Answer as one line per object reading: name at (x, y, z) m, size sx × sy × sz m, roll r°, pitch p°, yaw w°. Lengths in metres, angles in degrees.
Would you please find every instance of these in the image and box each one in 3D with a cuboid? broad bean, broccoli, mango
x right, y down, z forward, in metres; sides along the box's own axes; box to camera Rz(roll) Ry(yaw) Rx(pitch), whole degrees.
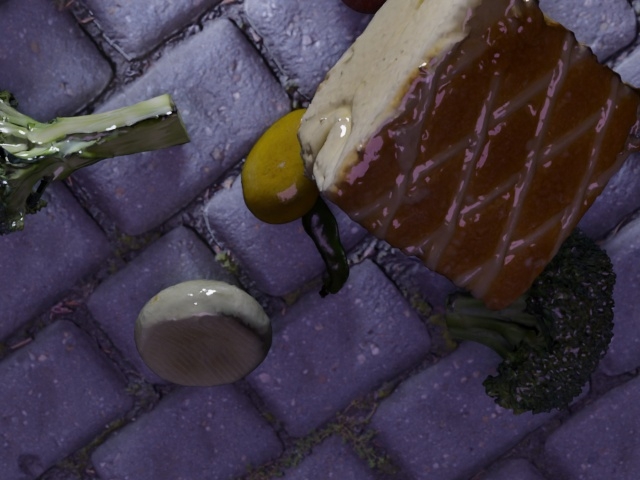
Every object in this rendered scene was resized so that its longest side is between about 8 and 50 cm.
broad bean at (0.008, 0.002, 1.649) m, size 0.061 × 0.046 × 0.195 m, roll -6°, pitch 105°, yaw 20°
broccoli at (0.342, 0.130, 1.562) m, size 0.235 × 0.288 × 0.260 m, roll 50°, pitch 138°, yaw -7°
mango at (-0.047, -0.117, 1.593) m, size 0.137 × 0.098 × 0.195 m, roll 35°, pitch 90°, yaw 26°
broccoli at (-0.397, -0.157, 1.585) m, size 0.362 × 0.252 × 0.221 m, roll -21°, pitch 107°, yaw -28°

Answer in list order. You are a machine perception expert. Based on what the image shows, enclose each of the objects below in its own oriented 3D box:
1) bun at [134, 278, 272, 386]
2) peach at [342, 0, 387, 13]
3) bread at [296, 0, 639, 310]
bun at (-0.190, 0.139, 1.655) m, size 0.223 × 0.127 × 0.222 m, roll -4°, pitch 131°, yaw -4°
peach at (0.077, -0.422, 1.505) m, size 0.152 × 0.152 × 0.152 m, roll 1°, pitch 102°, yaw 2°
bread at (0.203, -0.150, 1.452) m, size 0.371 × 0.279 × 0.390 m, roll 31°, pitch 101°, yaw -28°
